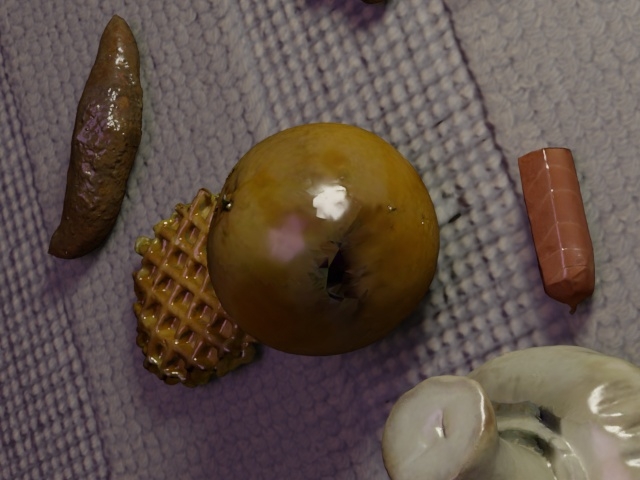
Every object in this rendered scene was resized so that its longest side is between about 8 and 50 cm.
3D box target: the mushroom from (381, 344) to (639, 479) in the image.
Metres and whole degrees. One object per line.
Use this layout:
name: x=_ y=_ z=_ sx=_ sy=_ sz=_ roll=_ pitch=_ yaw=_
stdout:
mushroom: x=0.213 y=0.229 z=1.376 sx=0.315 sy=0.315 sz=0.356 roll=-18 pitch=109 yaw=36

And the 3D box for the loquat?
loquat: x=0.000 y=0.000 z=1.582 sx=0.263 sy=0.263 sz=0.263 roll=-5 pitch=83 yaw=39

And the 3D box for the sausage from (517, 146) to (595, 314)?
sausage: x=0.247 y=-0.009 z=1.485 sx=0.065 sy=0.065 sz=0.169 roll=-20 pitch=71 yaw=36

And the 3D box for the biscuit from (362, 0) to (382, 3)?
biscuit: x=0.059 y=-0.399 z=1.691 sx=0.239 sy=0.041 sz=0.212 roll=-52 pitch=51 yaw=23

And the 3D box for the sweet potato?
sweet potato: x=-0.293 y=-0.134 z=1.915 sx=0.114 sy=0.092 sz=0.342 roll=19 pitch=97 yaw=55

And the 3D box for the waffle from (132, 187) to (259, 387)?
waffle: x=-0.149 y=0.061 z=1.810 sx=0.243 sy=0.058 sz=0.238 roll=-26 pitch=67 yaw=32
